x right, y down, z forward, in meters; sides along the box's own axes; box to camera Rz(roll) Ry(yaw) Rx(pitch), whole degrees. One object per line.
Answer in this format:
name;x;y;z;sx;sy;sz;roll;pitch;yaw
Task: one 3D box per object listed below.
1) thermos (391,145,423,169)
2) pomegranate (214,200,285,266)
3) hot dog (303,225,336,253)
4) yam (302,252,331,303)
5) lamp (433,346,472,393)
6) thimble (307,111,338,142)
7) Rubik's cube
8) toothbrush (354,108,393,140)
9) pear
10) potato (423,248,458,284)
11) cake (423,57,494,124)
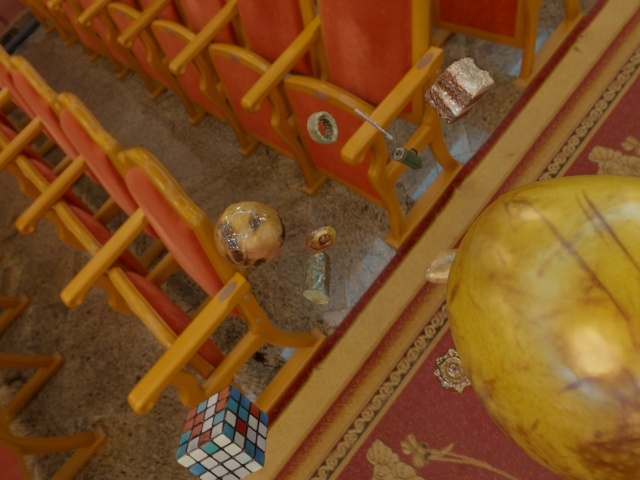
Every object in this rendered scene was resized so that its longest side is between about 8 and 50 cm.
thermos;0.422;-0.389;2.100;0.073;0.187;0.083;-32;57;36
pomegranate;-0.300;-0.025;1.897;0.322;0.322;0.322;-10;58;17
hot dog;-0.001;0.006;1.862;0.123;0.261;0.093;-19;85;-11
yam;-0.011;0.137;1.603;0.107;0.107;0.183;-9;50;18
lamp;0.537;0.504;1.711;0.177;0.274;0.177;-8;70;23
thimble;0.009;-0.362;1.431;0.084;0.110;0.062;-47;30;-17
Rubik's cube;-0.238;0.490;1.100;0.155;0.154;0.151;-35;23;14
toothbrush;0.216;-0.469;1.787;0.194;0.014;0.017;39;70;-1
pear;0.256;0.073;0.410;0.280;0.281;0.281;-10;58;17
potato;0.569;0.122;1.936;0.235;0.128;0.161;-37;51;-27
cake;0.423;-0.460;1.350;0.134;0.147;0.135;-36;82;-33
